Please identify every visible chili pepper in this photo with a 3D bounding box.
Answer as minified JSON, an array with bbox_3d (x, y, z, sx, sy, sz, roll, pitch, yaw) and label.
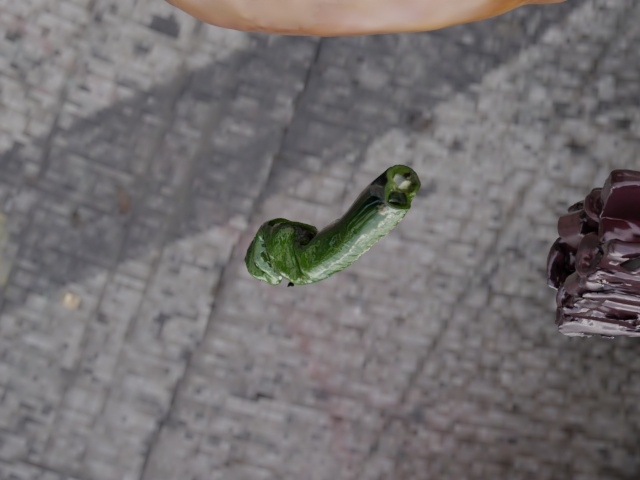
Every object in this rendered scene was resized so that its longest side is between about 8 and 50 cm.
[{"bbox_3d":[0.000,0.000,0.584,0.022,0.027,0.083,4,161,-39],"label":"chili pepper"}]

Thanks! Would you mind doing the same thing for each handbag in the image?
[{"bbox_3d":[0.240,0.015,1.045,0.216,0.074,0.203,8,167,2],"label":"handbag"}]

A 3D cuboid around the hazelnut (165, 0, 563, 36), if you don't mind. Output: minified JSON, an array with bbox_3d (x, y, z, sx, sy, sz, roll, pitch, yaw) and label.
[{"bbox_3d":[0.025,-0.245,0.700,0.372,0.315,0.372,21,154,11],"label":"hazelnut"}]
